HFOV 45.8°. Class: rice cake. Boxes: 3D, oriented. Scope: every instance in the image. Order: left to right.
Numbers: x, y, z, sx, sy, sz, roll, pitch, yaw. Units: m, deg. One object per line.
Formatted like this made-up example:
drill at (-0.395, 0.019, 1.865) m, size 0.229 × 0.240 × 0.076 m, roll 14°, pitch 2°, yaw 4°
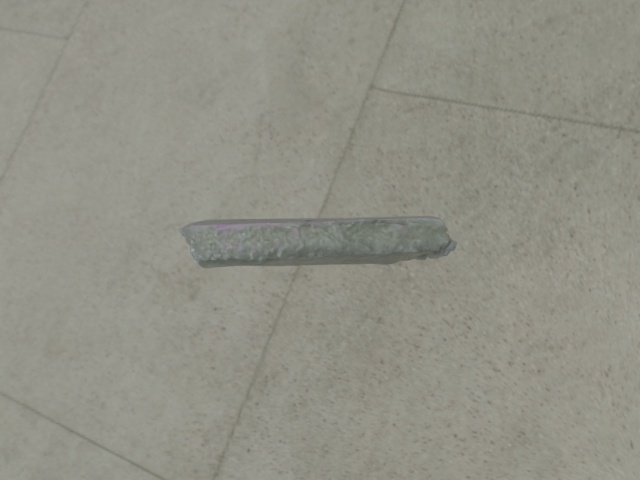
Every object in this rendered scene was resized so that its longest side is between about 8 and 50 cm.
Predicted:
rice cake at (0.000, 0.001, 0.732) m, size 0.270 × 0.055 × 0.048 m, roll -2°, pitch 76°, yaw -14°
